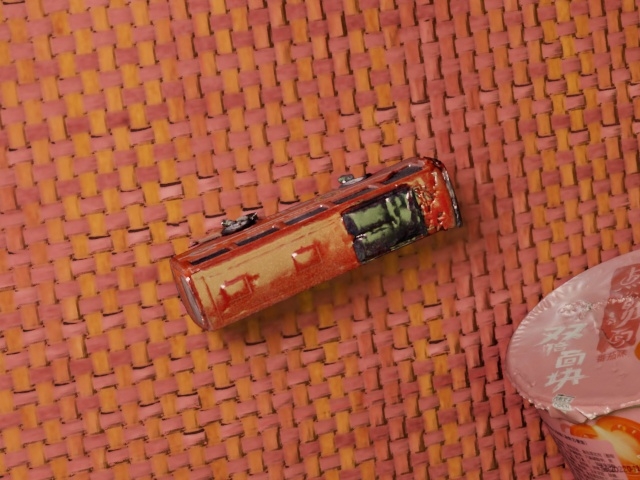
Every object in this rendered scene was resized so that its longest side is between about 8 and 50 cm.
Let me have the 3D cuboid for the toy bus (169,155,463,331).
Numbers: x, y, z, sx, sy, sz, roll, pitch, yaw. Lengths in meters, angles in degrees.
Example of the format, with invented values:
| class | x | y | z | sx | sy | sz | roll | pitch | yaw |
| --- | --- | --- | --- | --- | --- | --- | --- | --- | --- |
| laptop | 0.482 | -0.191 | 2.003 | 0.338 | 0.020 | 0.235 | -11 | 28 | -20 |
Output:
| class | x | y | z | sx | sy | sz | roll | pitch | yaw |
| --- | --- | --- | --- | --- | --- | --- | --- | --- | --- |
| toy bus | 0.000 | 0.000 | 0.947 | 0.235 | 0.096 | 0.073 | -22 | 103 | -11 |

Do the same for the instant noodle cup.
| class | x | y | z | sx | sy | sz | roll | pitch | yaw |
| --- | --- | --- | --- | --- | --- | --- | --- | --- | --- |
| instant noodle cup | 0.302 | 0.153 | 0.979 | 0.243 | 0.243 | 0.231 | -30 | 108 | -11 |
